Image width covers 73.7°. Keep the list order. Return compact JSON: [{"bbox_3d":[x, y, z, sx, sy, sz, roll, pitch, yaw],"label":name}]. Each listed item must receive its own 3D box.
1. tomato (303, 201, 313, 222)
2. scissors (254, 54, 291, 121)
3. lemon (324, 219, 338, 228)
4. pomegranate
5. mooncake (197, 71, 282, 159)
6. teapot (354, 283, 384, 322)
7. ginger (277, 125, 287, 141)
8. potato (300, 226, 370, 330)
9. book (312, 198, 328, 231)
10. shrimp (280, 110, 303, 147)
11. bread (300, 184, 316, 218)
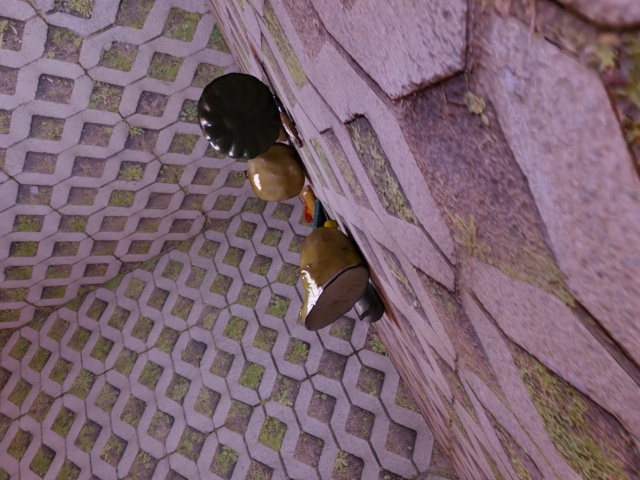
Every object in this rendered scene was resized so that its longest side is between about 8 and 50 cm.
[{"bbox_3d":[-0.048,-0.190,2.658,0.139,0.091,0.159,-145,53,-65],"label":"tomato"},{"bbox_3d":[-0.190,-0.596,1.711,0.300,0.022,0.109,64,174,-18],"label":"scissors"},{"bbox_3d":[0.051,-0.069,2.033,0.065,0.065,0.092,63,179,-27],"label":"lemon"},{"bbox_3d":[-0.242,-0.352,2.253,0.332,0.332,0.332,62,178,4],"label":"pomegranate"},{"bbox_3d":[-0.344,-0.530,1.827,0.356,0.356,0.194,63,172,-34],"label":"mooncake"},{"bbox_3d":[0.206,0.287,1.960,0.193,0.129,0.294,63,177,-11],"label":"teapot"},{"bbox_3d":[-0.272,-0.596,2.164,0.267,0.138,0.152,57,-177,2],"label":"ginger"},{"bbox_3d":[0.018,0.139,1.817,0.296,0.290,0.397,53,133,34],"label":"potato"},{"bbox_3d":[0.000,0.000,2.304,0.264,0.031,0.379,66,-155,-53],"label":"book"},{"bbox_3d":[-0.113,-0.427,1.660,0.162,0.045,0.095,60,178,-4],"label":"shrimp"},{"bbox_3d":[-0.047,-0.212,2.504,0.092,0.074,0.239,-111,-5,-61],"label":"bread"}]
